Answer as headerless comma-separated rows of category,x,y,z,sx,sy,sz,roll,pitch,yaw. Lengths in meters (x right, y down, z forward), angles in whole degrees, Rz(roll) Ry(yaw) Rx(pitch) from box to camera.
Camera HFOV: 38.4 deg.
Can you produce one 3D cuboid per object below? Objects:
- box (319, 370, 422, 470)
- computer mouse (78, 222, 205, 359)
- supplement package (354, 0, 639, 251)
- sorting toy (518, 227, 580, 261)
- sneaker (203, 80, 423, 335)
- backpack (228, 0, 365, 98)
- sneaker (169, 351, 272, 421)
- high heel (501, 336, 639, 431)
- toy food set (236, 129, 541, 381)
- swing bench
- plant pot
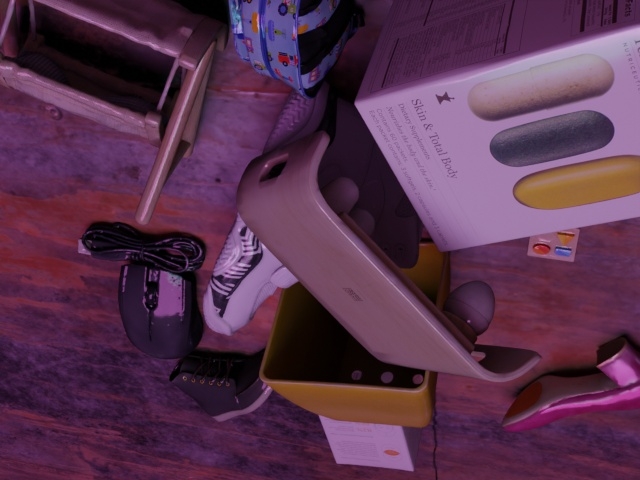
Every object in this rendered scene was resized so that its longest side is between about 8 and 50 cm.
box,0.077,0.265,1.412,0.130,0.091,0.170,1,134,19
computer mouse,-0.254,0.098,1.377,0.189,0.072,0.272,8,137,12
supplement package,0.208,-0.143,0.858,0.263,0.198,0.199,-11,130,30
sorting toy,0.271,0.002,1.123,0.083,0.012,0.062,8,137,12
sneaker,0.000,0.000,1.095,0.210,0.137,0.365,23,122,-5
backpack,-0.030,-0.226,0.880,0.117,0.173,0.158,9,138,12
sneaker,-0.154,0.216,1.453,0.118,0.083,0.222,36,136,-17
high heel,0.369,0.229,1.275,0.117,0.082,0.244,42,121,-9
toy food set,0.060,0.021,0.927,0.306,0.092,0.220,46,162,-15
swing bench,-0.254,-0.193,1.012,0.253,0.165,0.254,24,132,-3
plant pot,0.069,0.139,1.215,0.212,0.212,0.187,0,145,21
